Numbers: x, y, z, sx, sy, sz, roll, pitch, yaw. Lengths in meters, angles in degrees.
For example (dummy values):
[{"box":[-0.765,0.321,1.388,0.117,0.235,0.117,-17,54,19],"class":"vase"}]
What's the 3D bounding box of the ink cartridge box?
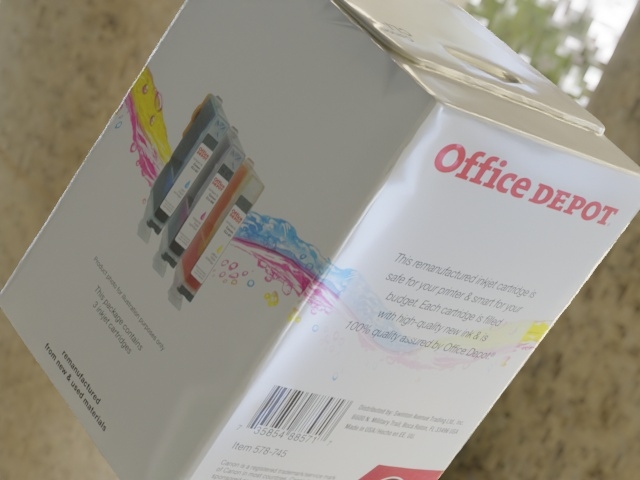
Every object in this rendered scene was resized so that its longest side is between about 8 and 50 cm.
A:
[{"box":[0.000,0.000,0.680,0.128,0.176,0.127,16,-155,-47],"class":"ink cartridge box"}]
